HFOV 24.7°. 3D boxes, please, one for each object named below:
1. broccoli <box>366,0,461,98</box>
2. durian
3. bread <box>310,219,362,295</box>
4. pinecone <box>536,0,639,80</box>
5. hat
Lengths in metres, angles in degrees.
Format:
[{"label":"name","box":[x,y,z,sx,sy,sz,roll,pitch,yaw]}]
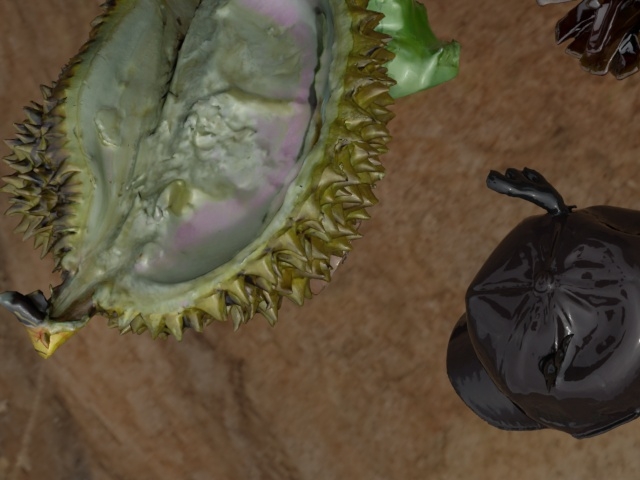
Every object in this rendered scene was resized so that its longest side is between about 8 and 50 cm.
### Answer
[{"label":"broccoli","box":[-0.005,-0.245,1.157,0.297,0.297,0.297,-14,103,30]},{"label":"durian","box":[-0.053,-0.022,0.689,0.193,0.237,0.138,20,149,30]},{"label":"bread","box":[0.000,0.000,1.838,0.044,0.126,0.129,24,92,-17]},{"label":"pinecone","box":[0.293,-0.250,1.323,0.201,0.229,0.202,-27,84,-12]},{"label":"hat","box":[0.203,0.065,1.447,0.209,0.238,0.336,25,152,-35]}]
